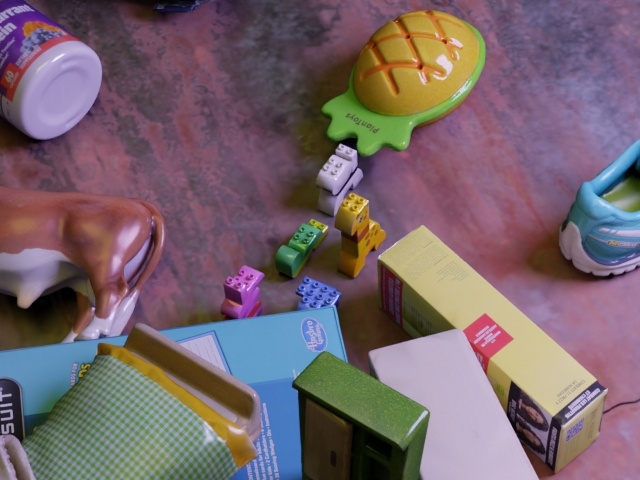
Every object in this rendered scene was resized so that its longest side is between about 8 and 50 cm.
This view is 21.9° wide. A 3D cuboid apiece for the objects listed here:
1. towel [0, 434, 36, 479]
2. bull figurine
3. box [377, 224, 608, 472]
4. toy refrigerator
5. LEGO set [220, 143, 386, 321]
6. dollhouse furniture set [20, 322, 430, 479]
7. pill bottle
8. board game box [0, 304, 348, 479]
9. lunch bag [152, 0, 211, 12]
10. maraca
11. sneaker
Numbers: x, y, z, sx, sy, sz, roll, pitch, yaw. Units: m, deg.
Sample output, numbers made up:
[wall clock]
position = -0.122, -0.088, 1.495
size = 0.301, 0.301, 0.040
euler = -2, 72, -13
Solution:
[towel]
position = -0.266, 0.278, 1.213
size = 0.187, 0.049, 0.282
euler = -33, 58, 12
[bull figurine]
position = -0.300, 0.017, 1.518
size = 0.310, 0.101, 0.188
euler = 1, 61, 11
[box]
position = 0.146, 0.092, 1.447
size = 0.058, 0.087, 0.232
euler = -35, 61, -20
[toy refrigerator]
position = 0.112, 0.197, 1.315
size = 0.094, 0.102, 0.269
euler = -14, 37, -7
[LEGO set]
position = 0.000, 0.000, 1.516
size = 0.087, 0.093, 0.227
euler = 25, 59, 19
[dollhouse furniture set]
position = -0.099, 0.164, 1.247
size = 0.302, 0.151, 0.197
euler = 28, 55, 22
[pill bottle]
position = -0.321, -0.193, 1.662
size = 0.193, 0.108, 0.108
euler = 36, 64, 25
[board game box]
position = -0.129, 0.195, 1.372
size = 0.336, 0.079, 0.253
euler = -7, 50, -6
[lunch bag]
position = -0.186, -0.410, 1.750
size = 0.256, 0.212, 0.305
euler = 17, 58, -6
[maraca]
position = 0.082, -0.154, 1.619
size = 0.127, 0.099, 0.185
euler = 27, 65, 36
[sneaker]
position = 0.341, -0.063, 1.533
size = 0.275, 0.110, 0.107
euler = -31, 59, -19
